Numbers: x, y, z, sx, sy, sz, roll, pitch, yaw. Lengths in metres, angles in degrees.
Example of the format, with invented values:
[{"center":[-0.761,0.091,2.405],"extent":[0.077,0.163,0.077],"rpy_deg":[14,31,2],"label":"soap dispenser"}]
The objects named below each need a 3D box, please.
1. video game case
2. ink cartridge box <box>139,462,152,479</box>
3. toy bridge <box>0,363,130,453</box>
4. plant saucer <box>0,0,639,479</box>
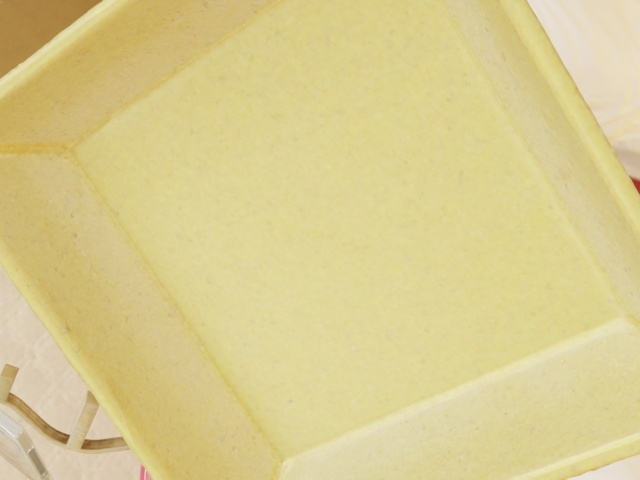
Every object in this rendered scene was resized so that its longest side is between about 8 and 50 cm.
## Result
[{"center":[-0.253,0.151,0.765],"extent":[0.087,0.122,0.011],"rpy_deg":[33,61,18],"label":"video game case"},{"center":[-0.100,0.211,1.247],"extent":[0.131,0.226,0.306],"rpy_deg":[14,78,-67],"label":"ink cartridge box"},{"center":[-0.241,0.184,0.988],"extent":[0.188,0.063,0.026],"rpy_deg":[21,20,-15],"label":"toy bridge"},{"center":[0.000,0.000,0.536],"extent":[0.333,0.332,0.081],"rpy_deg":[57,26,-9],"label":"plant saucer"}]
